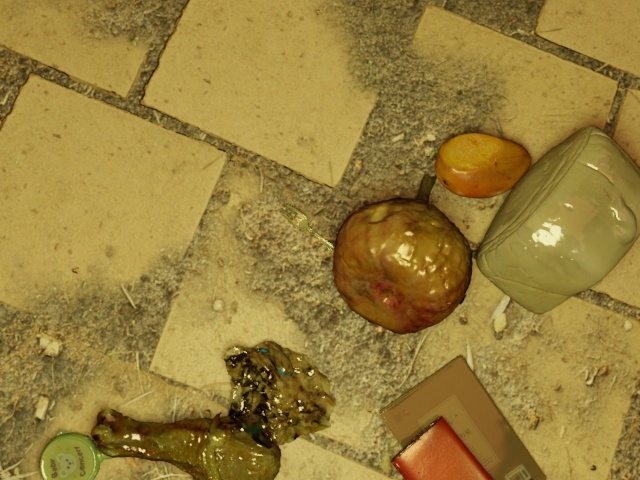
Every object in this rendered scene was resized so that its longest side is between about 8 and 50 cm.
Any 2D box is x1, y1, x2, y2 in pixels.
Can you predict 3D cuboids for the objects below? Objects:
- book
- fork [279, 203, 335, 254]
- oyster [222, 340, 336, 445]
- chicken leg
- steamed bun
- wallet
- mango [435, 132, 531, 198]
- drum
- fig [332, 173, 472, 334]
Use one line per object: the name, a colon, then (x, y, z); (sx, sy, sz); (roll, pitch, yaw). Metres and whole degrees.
book: (0.294, 0.426, 1.670); (0.217, 0.021, 0.310); (-33, 85, -7)
fork: (0.001, -0.001, 1.713); (0.219, 0.028, 0.034); (41, 78, 4)
oyster: (-0.081, 0.309, 1.640); (0.222, 0.083, 0.214); (-8, 84, -11)
chicken leg: (-0.254, 0.427, 1.581); (0.360, 0.140, 0.212); (2, 109, 7)
steamed bun: (0.507, -0.040, 1.631); (0.247, 0.236, 0.383); (41, 87, -4)
wallet: (0.257, 0.478, 1.627); (0.142, 0.045, 0.204); (-39, 86, -9)
mango: (0.350, -0.159, 1.724); (0.217, 0.102, 0.141); (-11, 59, -11)
drum: (-0.440, 0.412, 1.619); (0.253, 0.049, 0.130); (-27, 85, -12)
fig: (0.194, -0.007, 1.638); (0.286, 0.286, 0.369); (30, 55, 2)
